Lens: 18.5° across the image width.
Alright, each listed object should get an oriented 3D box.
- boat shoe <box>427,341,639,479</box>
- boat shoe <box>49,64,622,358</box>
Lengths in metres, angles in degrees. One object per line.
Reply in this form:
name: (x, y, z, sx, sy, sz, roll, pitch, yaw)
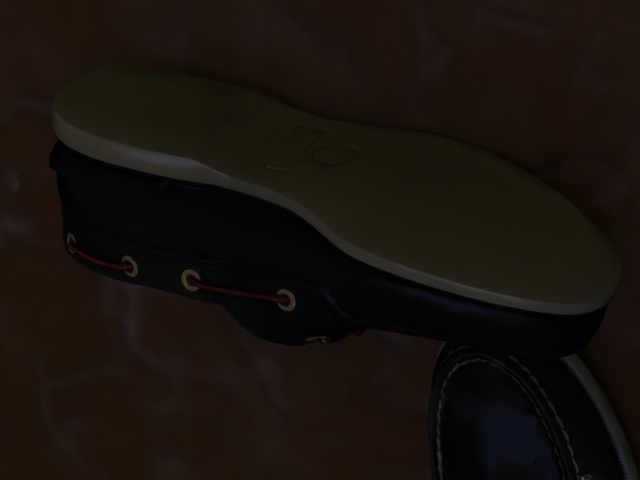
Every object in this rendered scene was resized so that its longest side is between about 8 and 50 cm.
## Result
boat shoe: (0.045, 0.078, 0.432, 0.046, 0.038, 0.125, 1, 111, 28)
boat shoe: (0.001, -0.001, 0.419, 0.133, 0.049, 0.042, 17, 123, 24)
